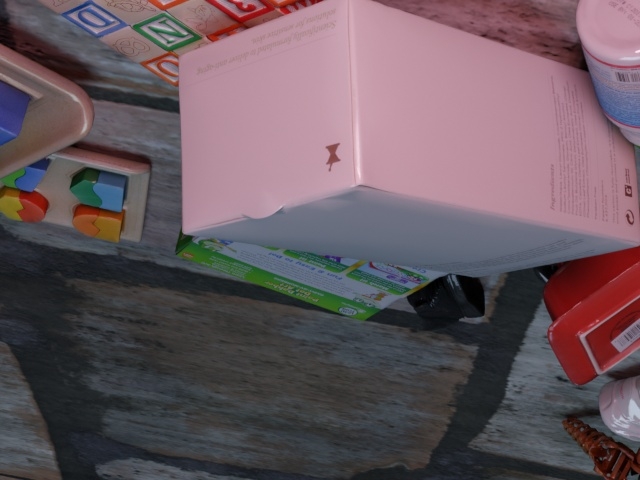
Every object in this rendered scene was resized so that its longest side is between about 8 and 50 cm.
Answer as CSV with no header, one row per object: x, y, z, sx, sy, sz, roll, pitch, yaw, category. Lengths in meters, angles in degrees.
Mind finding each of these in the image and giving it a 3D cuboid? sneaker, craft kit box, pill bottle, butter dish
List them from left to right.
0.000,0.000,1.683,0.250,0.061,0.247,21,152,-21,craft kit box
0.136,0.061,1.760,0.089,0.051,0.170,-3,156,19,sneaker
0.272,0.049,1.691,0.109,0.040,0.044,26,154,-30,sneaker
0.293,0.052,1.610,0.160,0.118,0.160,-36,144,1,butter dish
0.258,-0.140,1.218,0.087,0.087,0.160,2,154,20,pill bottle
0.476,0.228,1.947,0.232,0.090,0.115,18,151,-19,sneaker

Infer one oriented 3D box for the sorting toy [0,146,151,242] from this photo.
-0.290,-0.053,1.706,0.193,0.038,0.208,12,156,-4,sorting toy

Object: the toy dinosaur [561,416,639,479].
0.466,0.322,2.042,0.164,0.322,0.218,-46,148,22,toy dinosaur

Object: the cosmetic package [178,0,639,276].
0.081,-0.069,1.250,0.197,0.155,0.366,-12,164,42,cosmetic package

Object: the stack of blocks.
-0.069,-0.227,1.165,0.297,0.087,0.171,-14,146,43,stack of blocks

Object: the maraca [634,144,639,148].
0.342,-0.074,1.326,0.186,0.099,0.127,27,154,29,maraca

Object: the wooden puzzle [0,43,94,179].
-0.441,-0.145,1.485,0.348,0.080,0.322,32,149,-31,wooden puzzle
